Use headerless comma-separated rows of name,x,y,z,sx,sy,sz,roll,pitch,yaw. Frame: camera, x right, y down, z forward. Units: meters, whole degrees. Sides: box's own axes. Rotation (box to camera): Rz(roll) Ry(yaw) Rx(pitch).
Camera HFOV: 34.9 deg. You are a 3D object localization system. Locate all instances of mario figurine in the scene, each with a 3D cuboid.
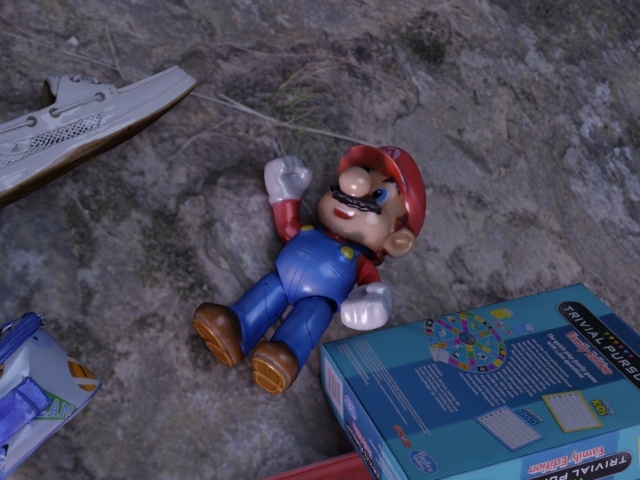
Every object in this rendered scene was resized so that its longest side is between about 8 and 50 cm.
mario figurine,0.000,0.000,1.122,0.198,0.170,0.320,43,63,-8

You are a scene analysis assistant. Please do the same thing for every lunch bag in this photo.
lunch bag,-0.328,0.185,0.860,0.115,0.243,0.303,48,62,-8

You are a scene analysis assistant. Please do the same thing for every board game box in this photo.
board game box,0.200,0.171,1.093,0.336,0.253,0.079,-11,121,-16

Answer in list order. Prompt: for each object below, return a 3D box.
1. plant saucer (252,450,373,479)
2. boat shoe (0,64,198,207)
plant saucer,0.031,0.363,1.092,0.259,0.048,0.258,-8,79,-35
boat shoe,-0.257,-0.134,1.068,0.277,0.098,0.096,-33,93,-29
